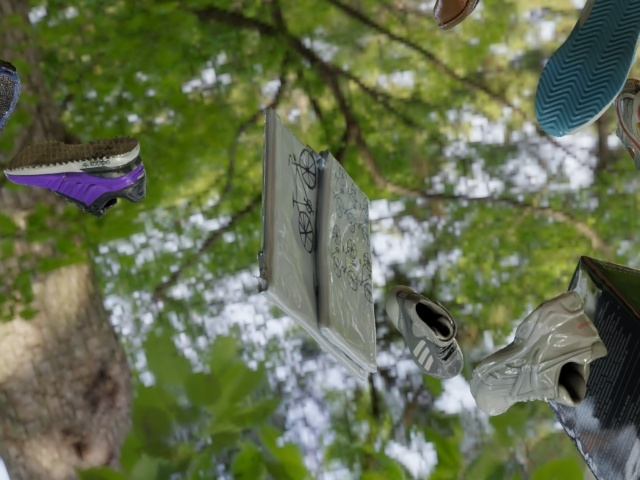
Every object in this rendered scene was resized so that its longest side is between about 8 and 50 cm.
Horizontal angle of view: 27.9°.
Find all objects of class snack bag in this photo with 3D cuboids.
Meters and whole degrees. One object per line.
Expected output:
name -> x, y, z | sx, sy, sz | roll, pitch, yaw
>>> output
snack bag -> 0.000, 0.000, 1.902 | 0.037, 0.342, 0.323 | -14, -123, 23

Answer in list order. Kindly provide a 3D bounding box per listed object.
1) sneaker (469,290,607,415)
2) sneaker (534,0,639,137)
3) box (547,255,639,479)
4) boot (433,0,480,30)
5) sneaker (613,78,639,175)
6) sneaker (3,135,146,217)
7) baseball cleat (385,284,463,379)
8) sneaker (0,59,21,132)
sneaker -> 0.266, 0.168, 1.579 | 0.090, 0.232, 0.115 | -18, -117, -34
sneaker -> 0.312, -0.210, 1.428 | 0.087, 0.092, 0.229 | 28, -98, 15
box -> 0.495, 0.211, 1.677 | 0.293, 0.212, 0.395 | 13, -163, -14
boot -> 0.165, -0.444, 1.918 | 0.220, 0.283, 0.109 | 35, -107, 0
sneaker -> 0.440, -0.130, 1.680 | 0.088, 0.225, 0.093 | -35, -134, -5
sneaker -> -0.454, -0.106, 2.404 | 0.293, 0.146, 0.102 | -1, -146, 24
baseball cleat -> 0.169, 0.149, 1.887 | 0.072, 0.206, 0.109 | -52, -143, -13
sneaker -> -0.358, -0.082, 1.274 | 0.083, 0.221, 0.087 | 17, -156, -43
